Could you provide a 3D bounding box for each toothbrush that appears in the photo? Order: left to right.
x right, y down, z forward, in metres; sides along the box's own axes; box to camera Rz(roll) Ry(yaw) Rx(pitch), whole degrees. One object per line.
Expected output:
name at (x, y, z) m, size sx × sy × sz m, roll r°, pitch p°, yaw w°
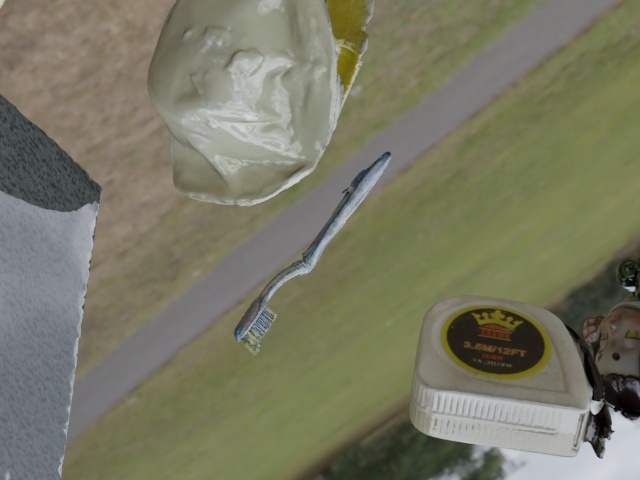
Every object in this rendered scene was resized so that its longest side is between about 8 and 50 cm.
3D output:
toothbrush at (0.000, 0.000, 1.712) m, size 0.035 × 0.042 × 0.413 m, roll -35°, pitch -166°, yaw 47°

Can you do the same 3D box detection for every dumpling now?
dumpling at (-0.089, -0.231, 1.879) m, size 0.233 × 0.315 × 0.395 m, roll -8°, pitch 113°, yaw -56°

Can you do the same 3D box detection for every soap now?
soap at (0.024, -0.356, 2.380) m, size 0.091 × 0.199 × 0.315 m, roll 12°, pitch 161°, yaw -7°

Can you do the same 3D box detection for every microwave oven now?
microwave oven at (-0.460, 0.072, 1.584) m, size 0.236 × 0.432 × 0.374 m, roll -2°, pitch 159°, yaw 17°

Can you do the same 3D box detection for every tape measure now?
tape measure at (0.265, 0.184, 1.829) m, size 0.231 × 0.271 × 0.133 m, roll -73°, pitch 167°, yaw -53°

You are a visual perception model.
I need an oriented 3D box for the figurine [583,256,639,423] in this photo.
figurine at (0.517, 0.117, 2.033) m, size 0.281 × 0.167 × 0.370 m, roll -20°, pitch -127°, yaw 65°

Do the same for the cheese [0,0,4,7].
cheese at (-0.313, -0.239, 1.227) m, size 0.251 × 0.127 × 0.054 m, roll -28°, pitch 132°, yaw 9°
